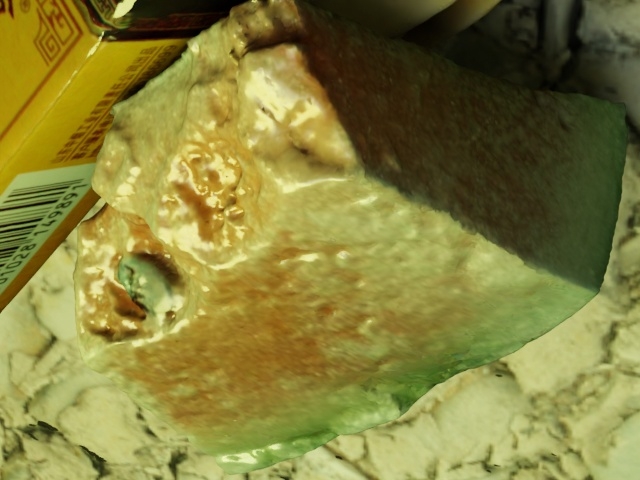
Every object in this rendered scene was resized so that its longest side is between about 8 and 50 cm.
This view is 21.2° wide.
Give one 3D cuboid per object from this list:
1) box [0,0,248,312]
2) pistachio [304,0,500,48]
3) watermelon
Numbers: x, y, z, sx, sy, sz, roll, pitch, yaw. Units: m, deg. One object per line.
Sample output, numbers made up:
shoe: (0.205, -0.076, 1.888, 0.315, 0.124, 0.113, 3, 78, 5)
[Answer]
box: (-0.176, -0.162, 0.919, 0.415, 0.116, 0.264, -43, 69, 38)
pistachio: (0.047, -0.173, 0.886, 0.144, 0.144, 0.215, 44, 133, -12)
watermelon: (0.007, 0.014, 0.911, 0.264, 0.151, 0.302, -28, 154, 36)
